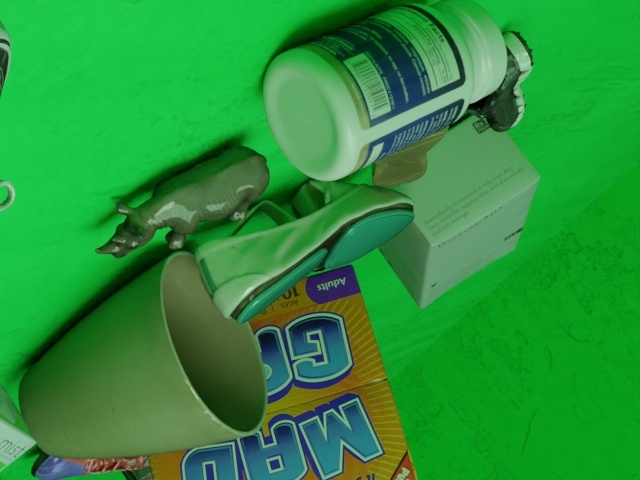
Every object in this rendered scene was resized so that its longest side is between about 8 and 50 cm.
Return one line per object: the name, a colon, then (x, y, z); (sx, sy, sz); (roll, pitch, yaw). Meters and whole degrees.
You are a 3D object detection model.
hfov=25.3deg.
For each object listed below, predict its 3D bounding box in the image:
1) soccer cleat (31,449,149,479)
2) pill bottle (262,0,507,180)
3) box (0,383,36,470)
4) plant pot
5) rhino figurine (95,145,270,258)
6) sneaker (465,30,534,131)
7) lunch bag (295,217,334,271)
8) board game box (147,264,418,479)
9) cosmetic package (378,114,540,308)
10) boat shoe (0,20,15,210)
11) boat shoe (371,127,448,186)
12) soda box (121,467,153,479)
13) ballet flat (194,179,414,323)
soccer cleat: (-0.330, 0.338, 2.363); (0.318, 0.116, 0.108); (-22, 160, -44)
pill bottle: (0.078, -0.180, 1.619); (0.265, 0.153, 0.153); (-26, 162, -33)
box: (-0.475, 0.211, 1.547); (0.231, 0.127, 0.262); (-37, 155, -4)
plant pot: (-0.251, 0.184, 1.887); (0.274, 0.256, 0.256); (-24, 170, 19)
rhino figurine: (-0.161, -0.041, 1.668); (0.243, 0.073, 0.106); (-27, 167, -28)
sneaker: (0.241, -0.212, 2.058); (0.106, 0.078, 0.234); (-31, 161, -10)
lunch bag: (0.000, 0.000, 2.109); (0.065, 0.098, 0.067); (-16, 160, -48)
board game box: (-0.065, 0.289, 2.166); (0.356, 0.356, 0.356); (-16, 164, -1)
cosmetic package: (0.216, -0.046, 2.350); (0.217, 0.156, 0.385); (-33, 166, -6)
boat shoe: (-0.316, -0.060, 1.182); (0.113, 0.105, 0.306); (-20, 158, -48)
boat shoe: (0.104, -0.152, 1.895); (0.103, 0.092, 0.285); (-15, 165, -5)
soda box: (-0.324, 0.416, 2.667); (0.083, 0.092, 0.263); (-32, 165, -15)
ballet flat: (-0.019, -0.016, 1.963); (0.400, 0.139, 0.139); (-28, 164, -45)
